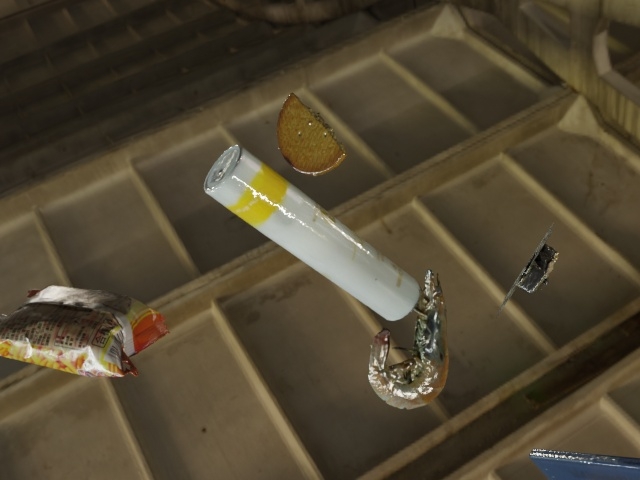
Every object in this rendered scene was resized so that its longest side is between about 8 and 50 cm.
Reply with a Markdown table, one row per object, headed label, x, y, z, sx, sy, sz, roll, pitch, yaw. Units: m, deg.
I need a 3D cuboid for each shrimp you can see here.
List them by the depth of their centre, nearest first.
| label | x | y | z | sx | sy | sz | roll | pitch | yaw |
| --- | --- | --- | --- | --- | --- | --- | --- | --- | --- |
| shrimp | 0.154 | 0.170 | 1.087 | 0.144 | 0.251 | 0.052 | 0 | -172 | -15 |

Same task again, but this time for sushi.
| label | x | y | z | sx | sy | sz | roll | pitch | yaw |
| --- | --- | --- | --- | --- | --- | --- | --- | --- | --- |
| sushi | 0.420 | 0.069 | 1.256 | 0.050 | 0.192 | 0.215 | 32 | -162 | 14 |

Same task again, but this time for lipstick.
| label | x | y | z | sx | sy | sz | roll | pitch | yaw |
| --- | --- | --- | --- | --- | --- | --- | --- | --- | --- |
| lipstick | 0.000 | 0.000 | 0.670 | 0.059 | 0.264 | 0.059 | -36 | -147 | 28 |

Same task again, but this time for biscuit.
| label | x | y | z | sx | sy | sz | roll | pitch | yaw |
| --- | --- | --- | --- | --- | --- | --- | --- | --- | --- |
| biscuit | -0.032 | -0.213 | 1.378 | 0.025 | 0.126 | 0.206 | 2 | -136 | -54 |

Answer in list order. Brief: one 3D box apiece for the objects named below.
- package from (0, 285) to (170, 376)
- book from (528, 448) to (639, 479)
| label | x | y | z | sx | sy | sz | roll | pitch | yaw |
| --- | --- | --- | --- | --- | --- | --- | --- | --- | --- |
| package | -0.415 | 0.145 | 1.107 | 0.288 | 0.108 | 0.223 | 13 | -162 | 2 |
| book | 0.490 | 0.412 | 1.038 | 0.025 | 0.191 | 0.269 | -47 | -171 | -27 |
